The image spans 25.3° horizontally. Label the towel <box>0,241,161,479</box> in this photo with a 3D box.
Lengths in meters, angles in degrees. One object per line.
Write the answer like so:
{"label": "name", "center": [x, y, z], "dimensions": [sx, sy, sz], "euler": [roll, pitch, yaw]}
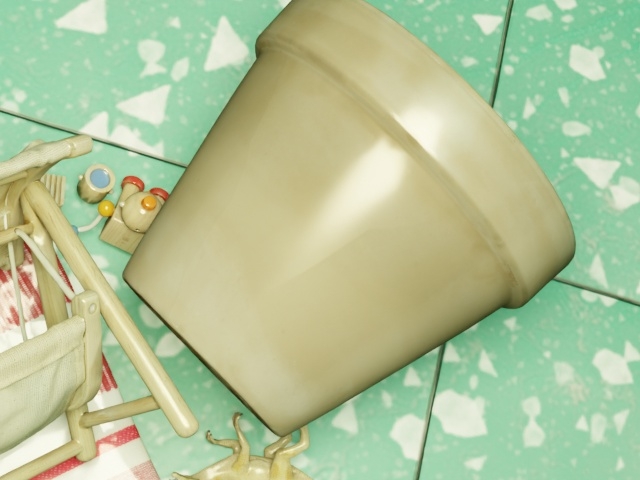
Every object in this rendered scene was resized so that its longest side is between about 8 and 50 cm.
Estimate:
{"label": "towel", "center": [-0.289, 0.139, 1.190], "dimensions": [0.237, 0.037, 0.329], "euler": [-23, 83, -21]}

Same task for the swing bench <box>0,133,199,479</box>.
{"label": "swing bench", "center": [-0.263, 0.081, 1.042], "dimensions": [0.253, 0.165, 0.254], "euler": [-24, 93, -47]}

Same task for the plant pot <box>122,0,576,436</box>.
{"label": "plant pot", "center": [0.000, 0.000, 1.184], "dimensions": [0.280, 0.323, 0.323], "euler": [-45, 90, -7]}

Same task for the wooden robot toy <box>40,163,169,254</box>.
{"label": "wooden robot toy", "center": [-0.164, -0.031, 1.241], "dimensions": [0.173, 0.079, 0.076], "euler": [25, 62, -14]}

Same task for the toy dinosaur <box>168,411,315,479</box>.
{"label": "toy dinosaur", "center": [-0.039, 0.201, 1.245], "dimensions": [0.183, 0.053, 0.092], "euler": [10, 88, -5]}
